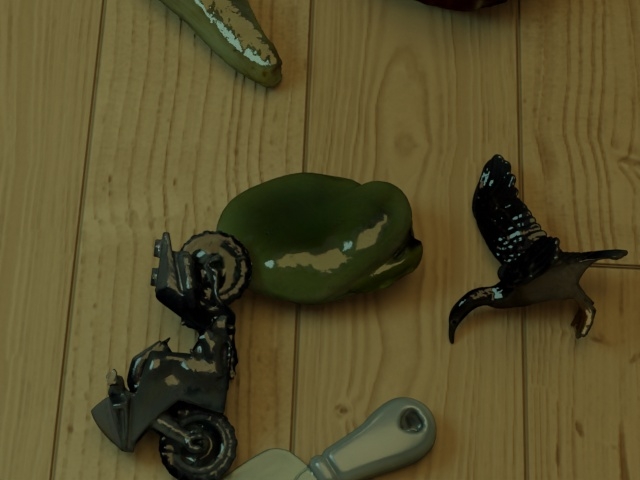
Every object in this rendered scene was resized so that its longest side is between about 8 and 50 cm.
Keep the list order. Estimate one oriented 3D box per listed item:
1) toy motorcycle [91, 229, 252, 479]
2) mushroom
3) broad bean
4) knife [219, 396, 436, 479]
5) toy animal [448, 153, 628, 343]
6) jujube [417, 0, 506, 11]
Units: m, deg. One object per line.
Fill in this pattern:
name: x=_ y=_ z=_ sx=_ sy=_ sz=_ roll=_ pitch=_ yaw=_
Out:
toy motorcycle: x=-0.157 y=0.120 z=1.820 sx=0.159 sy=0.106 sz=0.270 roll=4 pitch=77 yaw=-5
mushroom: x=-0.154 y=-0.315 z=2.059 sx=0.333 sy=0.087 sz=0.107 roll=41 pitch=73 yaw=13
broad bean: x=0.000 y=0.000 z=1.905 sx=0.228 sy=0.100 sz=0.169 roll=11 pitch=55 yaw=16
knife: x=-0.032 y=0.250 z=1.807 sx=0.331 sy=0.044 sz=0.080 roll=-24 pitch=71 yaw=-10
toy animal: x=0.227 y=0.050 z=1.873 sx=0.160 sy=0.272 sz=0.197 roll=26 pitch=102 yaw=-8
jujube: x=0.189 y=-0.465 z=2.062 sx=0.276 sy=0.276 sz=0.377 roll=18 pitch=76 yaw=7
